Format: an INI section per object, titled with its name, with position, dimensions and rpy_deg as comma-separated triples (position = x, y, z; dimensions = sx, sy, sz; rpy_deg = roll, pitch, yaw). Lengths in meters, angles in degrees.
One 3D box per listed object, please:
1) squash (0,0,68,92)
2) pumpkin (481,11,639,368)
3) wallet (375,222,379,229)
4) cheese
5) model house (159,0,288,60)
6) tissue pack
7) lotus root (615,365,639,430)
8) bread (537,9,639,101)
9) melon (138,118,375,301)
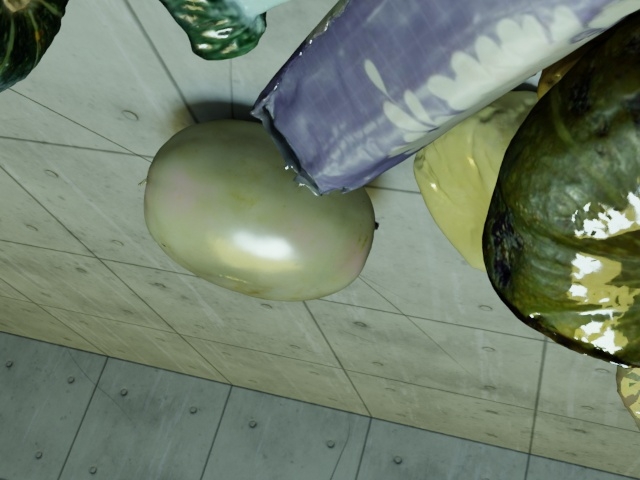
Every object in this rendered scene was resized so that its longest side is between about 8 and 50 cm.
[squash]
position = -0.332, -0.246, 0.670
dimensions = 0.165, 0.252, 0.252
rpy_deg = 19, 157, 8
[pumpkin]
position = 0.252, -0.034, 0.447
dimensions = 0.325, 0.242, 0.232
rpy_deg = 9, 130, 27
[wallet]
position = 0.000, 0.000, 1.260
dimensions = 0.122, 0.031, 0.232
rpy_deg = 24, 155, -10
[cheese]
position = 0.210, -0.059, 0.852
dimensions = 0.226, 0.117, 0.214
rpy_deg = 47, 148, -4
[model house]
position = -0.016, -0.281, 0.519
dimensions = 0.291, 0.184, 0.253
rpy_deg = -9, 142, 21
[tissue pack]
position = 0.122, -0.173, 0.530
dimensions = 0.125, 0.242, 0.343
rpy_deg = 55, 149, -3
[lotus root]
position = 0.453, 0.106, 0.619
dimensions = 0.375, 0.111, 0.390
rpy_deg = 16, 120, 20
[bread]
position = 0.298, -0.133, 0.601
dimensions = 0.229, 0.139, 0.143
rpy_deg = -6, 120, 31
[melon]
position = -0.083, -0.039, 0.998
dimensions = 0.317, 0.223, 0.223
rpy_deg = 17, 157, 2
